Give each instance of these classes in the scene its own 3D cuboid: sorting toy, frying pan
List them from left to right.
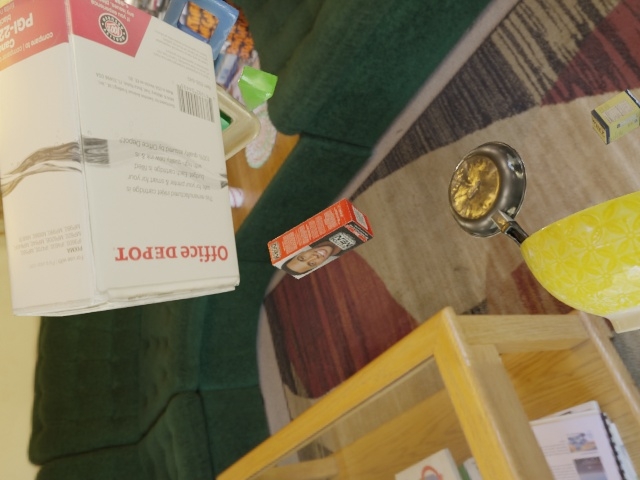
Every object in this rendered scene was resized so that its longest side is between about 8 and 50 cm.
[{"bbox_3d":[-0.197,-0.139,0.619,0.347,0.196,0.047,-26,40,38],"label":"sorting toy"},{"bbox_3d":[0.333,-0.045,1.052,0.197,0.053,0.326,-36,53,51],"label":"frying pan"}]

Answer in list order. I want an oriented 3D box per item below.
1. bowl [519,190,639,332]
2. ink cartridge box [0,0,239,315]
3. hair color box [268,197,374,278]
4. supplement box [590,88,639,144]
[{"bbox_3d":[0.449,0.040,0.745,0.289,0.289,0.156,-34,62,50],"label":"bowl"},{"bbox_3d":[-0.151,-0.058,0.416,0.092,0.158,0.218,-11,85,26],"label":"ink cartridge box"},{"bbox_3d":[0.000,0.000,0.794,0.141,0.072,0.043,-29,55,21],"label":"hair color box"},{"bbox_3d":[0.648,-0.268,1.165,0.083,0.083,0.056,-32,61,17],"label":"supplement box"}]
